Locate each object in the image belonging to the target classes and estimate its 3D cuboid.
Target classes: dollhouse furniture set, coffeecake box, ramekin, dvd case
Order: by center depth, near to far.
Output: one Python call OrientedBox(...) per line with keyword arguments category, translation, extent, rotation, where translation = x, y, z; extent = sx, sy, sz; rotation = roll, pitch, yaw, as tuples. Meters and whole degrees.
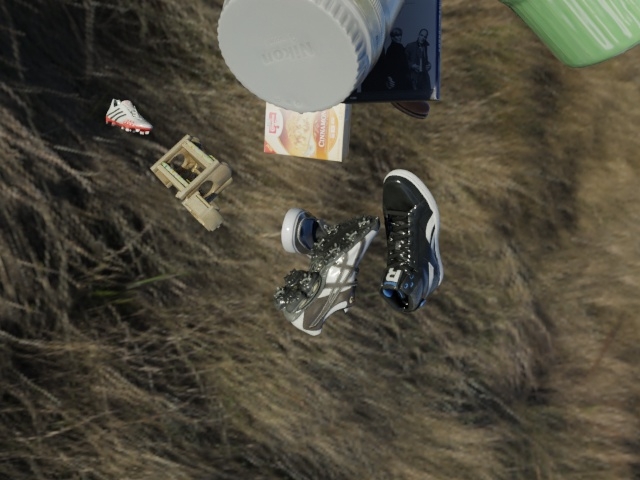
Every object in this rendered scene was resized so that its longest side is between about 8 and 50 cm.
OrientedBox(category="ramekin", translation=(0.365, -0.345, 1.020), extent=(0.148, 0.303, 0.303), rotation=(48, 37, -12))
OrientedBox(category="dvd case", translation=(0.113, -0.350, 1.423), extent=(0.029, 0.179, 0.239), rotation=(-9, 100, -63))
OrientedBox(category="dollhouse furniture set", translation=(-0.182, -0.075, 1.517), extent=(0.101, 0.182, 0.161), rotation=(-44, 141, -6))
OrientedBox(category="coffeecake box", translation=(-0.029, -0.265, 1.944), extent=(0.068, 0.185, 0.142), rotation=(-45, 141, -66))

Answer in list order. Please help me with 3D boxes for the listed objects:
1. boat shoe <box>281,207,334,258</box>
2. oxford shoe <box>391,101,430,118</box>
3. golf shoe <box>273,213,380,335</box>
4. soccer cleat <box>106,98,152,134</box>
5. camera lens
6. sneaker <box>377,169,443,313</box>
OrientedBox(category="boat shoe", translation=(0.000, 0.000, 1.487), extent=(0.228, 0.076, 0.080), rotation=(42, 58, -67))
OrientedBox(category="oxford shoe", translation=(0.162, -0.319, 1.733), extent=(0.212, 0.076, 0.076), rotation=(33, 30, -35))
OrientedBox(category="golf shoe", translation=(0.023, 0.048, 1.218), extent=(0.198, 0.077, 0.094), rotation=(-45, 118, -13))
OrientedBox(category="soccer cleat", translation=(-0.233, -0.152, 1.047), extent=(0.029, 0.083, 0.036), rotation=(8, 99, -48))
OrientedBox(category="camera lens", translation=(0.001, -0.340, 1.185), extent=(0.219, 0.219, 0.274), rotation=(53, 45, -32))
OrientedBox(category="sneaker", translation=(0.125, 0.014, 1.269), extent=(0.121, 0.079, 0.217), rotation=(-49, 131, -43))
